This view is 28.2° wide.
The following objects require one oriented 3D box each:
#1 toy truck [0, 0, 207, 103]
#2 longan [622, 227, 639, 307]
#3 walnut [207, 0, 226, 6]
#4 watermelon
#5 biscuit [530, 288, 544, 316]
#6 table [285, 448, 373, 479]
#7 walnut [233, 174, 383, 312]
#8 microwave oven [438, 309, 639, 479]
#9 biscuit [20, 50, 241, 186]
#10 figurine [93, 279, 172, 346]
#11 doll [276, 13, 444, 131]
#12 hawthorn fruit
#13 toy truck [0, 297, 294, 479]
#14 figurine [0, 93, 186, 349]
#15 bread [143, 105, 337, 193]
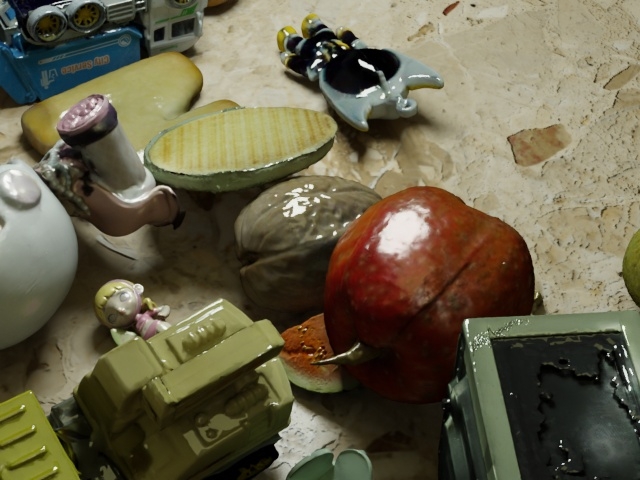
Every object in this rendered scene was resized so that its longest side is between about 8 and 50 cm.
[{"bbox_3d":[-0.354,-0.340,1.944,0.367,0.175,0.146,-19,51,-20],"label":"toy truck"},{"bbox_3d":[0.471,0.029,1.648,0.145,0.176,0.154,3,59,-22],"label":"longan"},{"bbox_3d":[-0.196,-0.471,2.108,0.144,0.144,0.180,-12,37,-16],"label":"walnut"},{"bbox_3d":[0.011,0.119,1.578,0.125,0.094,0.135,21,45,33],"label":"watermelon"},{"bbox_3d":[0.228,0.112,1.644,0.176,0.031,0.228,-19,49,-19],"label":"biscuit"},{"bbox_3d":[0.033,0.338,1.331,0.166,0.166,0.198,-24,59,-25],"label":"table"},{"bbox_3d":[-0.001,0.001,1.645,0.230,0.178,0.178,-9,47,-22],"label":"walnut"},{"bbox_3d":[0.240,0.287,1.296,0.218,0.286,0.355,-2,47,-5],"label":"microwave oven"},{"bbox_3d":[-0.265,-0.169,1.864,0.291,0.062,0.237,-25,53,-27],"label":"biscuit"},{"bbox_3d":[-0.213,0.110,1.588,0.187,0.083,0.083,33,52,24],"label":"figurine"},{"bbox_3d":[0.043,-0.256,1.942,0.145,0.103,0.316,-10,37,-35],"label":"doll"},{"bbox_3d":[0.127,0.068,1.496,0.258,0.258,0.262,7,39,3],"label":"hawthorn fruit"},{"bbox_3d":[-0.215,0.210,1.360,0.405,0.254,0.180,-25,69,-24],"label":"toy truck"},{"bbox_3d":[-0.363,-0.010,1.563,0.361,0.253,0.211,-37,72,-28],"label":"figurine"},{"bbox_3d":[-0.107,-0.124,1.718,0.267,0.040,0.267,-7,24,3],"label":"bread"}]
